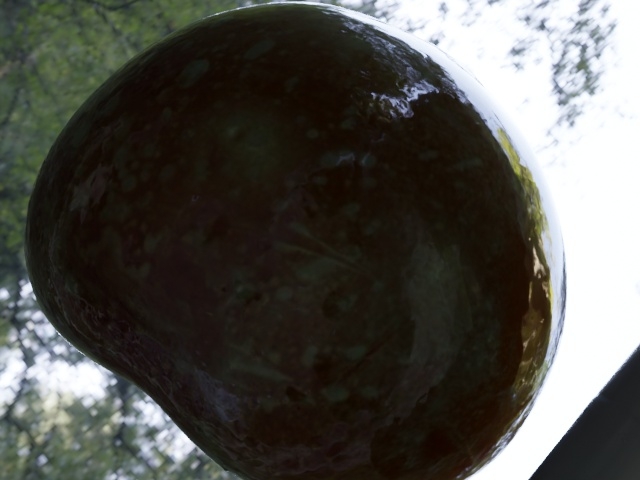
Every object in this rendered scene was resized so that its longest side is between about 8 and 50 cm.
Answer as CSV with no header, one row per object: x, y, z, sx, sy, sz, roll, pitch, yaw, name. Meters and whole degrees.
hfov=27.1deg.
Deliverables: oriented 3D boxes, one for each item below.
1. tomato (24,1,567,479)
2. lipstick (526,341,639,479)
0.000,0.000,0.662,0.270,0.270,0.222,37,-87,12,tomato
0.178,0.063,0.569,0.087,0.087,0.327,40,-94,10,lipstick
